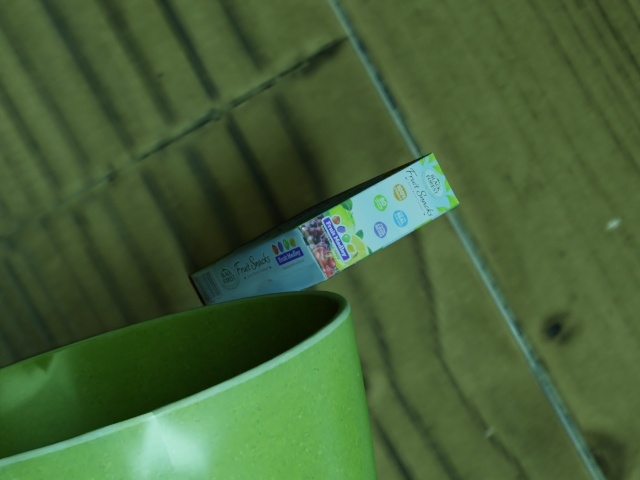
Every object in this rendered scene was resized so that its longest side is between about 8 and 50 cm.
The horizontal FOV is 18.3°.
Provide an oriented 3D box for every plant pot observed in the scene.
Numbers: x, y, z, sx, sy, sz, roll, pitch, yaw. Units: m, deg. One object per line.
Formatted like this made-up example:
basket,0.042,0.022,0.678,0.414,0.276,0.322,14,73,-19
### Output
plant pot,-0.074,0.206,0.991,0.275,0.275,0.293,-22,99,-31

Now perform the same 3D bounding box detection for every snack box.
snack box,0.000,0.000,1.130,0.100,0.141,0.037,-31,94,-30
